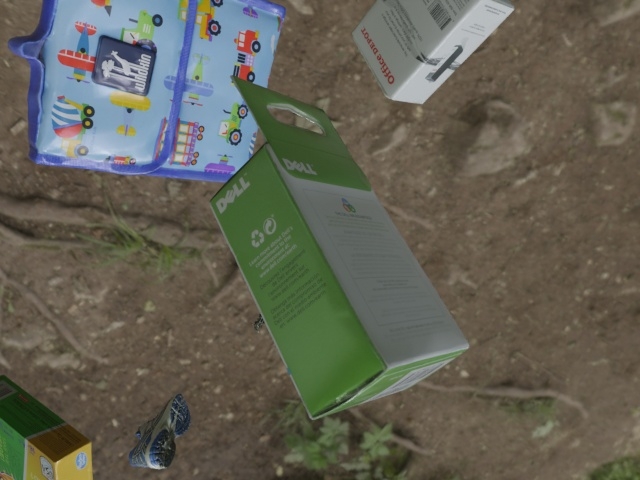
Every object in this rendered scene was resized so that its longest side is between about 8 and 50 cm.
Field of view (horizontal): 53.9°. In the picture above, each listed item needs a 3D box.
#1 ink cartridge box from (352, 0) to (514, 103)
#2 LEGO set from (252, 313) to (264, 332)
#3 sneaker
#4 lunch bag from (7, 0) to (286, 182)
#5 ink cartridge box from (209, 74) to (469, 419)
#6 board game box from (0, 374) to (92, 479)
[{"bbox_3d":[0.214,-0.438,1.261,0.114,0.197,0.273,-2,149,-43],"label":"ink cartridge box"},{"bbox_3d":[-0.122,0.159,1.310,0.054,0.023,0.083,-60,-179,22],"label":"LEGO set"},{"bbox_3d":[-0.220,0.255,0.852,0.058,0.135,0.052,-14,107,12],"label":"sneaker"},{"bbox_3d":[-0.198,-0.190,0.691,0.293,0.138,0.221,-4,112,-55],"label":"lunch bag"},{"bbox_3d":[0.000,0.000,0.411,0.062,0.209,0.109,-40,156,28],"label":"ink cartridge box"},{"bbox_3d":[-0.480,0.417,1.062,0.064,0.242,0.317,-26,130,-50],"label":"board game box"}]
